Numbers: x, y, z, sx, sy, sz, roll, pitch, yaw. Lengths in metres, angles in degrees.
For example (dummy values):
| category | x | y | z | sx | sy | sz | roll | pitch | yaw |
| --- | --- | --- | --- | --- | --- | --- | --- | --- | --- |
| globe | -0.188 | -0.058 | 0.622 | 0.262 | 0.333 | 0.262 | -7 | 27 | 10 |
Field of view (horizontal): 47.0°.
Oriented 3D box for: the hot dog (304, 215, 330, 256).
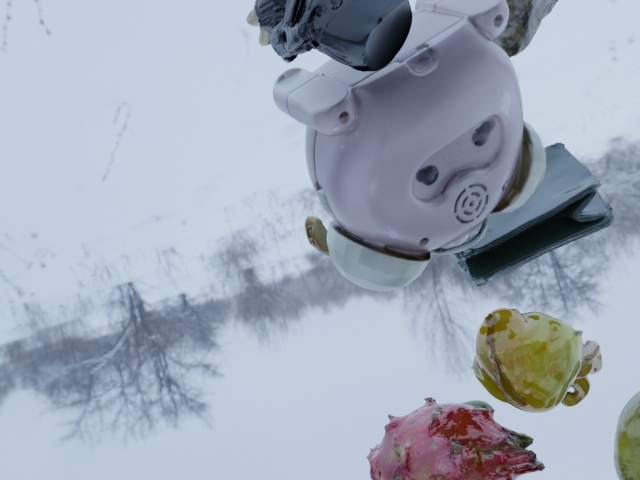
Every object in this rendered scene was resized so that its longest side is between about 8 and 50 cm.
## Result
| category | x | y | z | sx | sy | sz | roll | pitch | yaw |
| --- | --- | --- | --- | --- | --- | --- | --- | --- | --- |
| hot dog | 0.000 | 0.000 | 1.229 | 0.030 | 0.090 | 0.034 | 4 | -135 | 51 |

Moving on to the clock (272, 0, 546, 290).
| category | x | y | z | sx | sy | sz | roll | pitch | yaw |
| --- | --- | --- | --- | --- | --- | --- | --- | --- | --- |
| clock | 0.133 | -0.122 | 0.972 | 0.342 | 0.326 | 0.184 | -30 | -142 | -8 |

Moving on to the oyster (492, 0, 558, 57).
| category | x | y | z | sx | sy | sz | roll | pitch | yaw |
| --- | --- | --- | --- | --- | --- | --- | --- | --- | --- |
| oyster | 0.388 | -0.465 | 1.226 | 0.204 | 0.111 | 0.396 | -21 | 146 | -36 |

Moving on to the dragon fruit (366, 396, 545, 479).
| category | x | y | z | sx | sy | sz | roll | pitch | yaw |
| --- | --- | --- | --- | --- | --- | --- | --- | --- | --- |
| dragon fruit | 0.201 | 0.341 | 1.129 | 0.268 | 0.210 | 0.205 | -18 | 155 | 22 |

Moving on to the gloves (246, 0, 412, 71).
| category | x | y | z | sx | sy | sz | roll | pitch | yaw |
| --- | --- | --- | --- | --- | --- | --- | --- | --- | --- |
| gloves | -0.005 | -0.250 | 0.790 | 0.164 | 0.203 | 0.124 | -36 | 150 | -50 |

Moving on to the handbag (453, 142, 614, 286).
| category | x | y | z | sx | sy | sz | roll | pitch | yaw |
| --- | --- | --- | --- | --- | --- | --- | --- | --- | --- |
| handbag | 0.339 | -0.049 | 1.254 | 0.260 | 0.079 | 0.247 | -27 | -161 | 13 |

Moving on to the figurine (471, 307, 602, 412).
| category | x | y | z | sx | sy | sz | roll | pitch | yaw |
| --- | --- | --- | --- | --- | --- | --- | --- | --- | --- |
| figurine | 0.281 | 0.156 | 0.940 | 0.246 | 0.131 | 0.156 | 12 | 148 | -42 |

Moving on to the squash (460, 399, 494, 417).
| category | x | y | z | sx | sy | sz | roll | pitch | yaw |
| --- | --- | --- | --- | --- | --- | --- | --- | --- | --- |
| squash | 0.253 | 0.339 | 1.393 | 0.052 | 0.052 | 0.183 | -14 | 167 | -45 |

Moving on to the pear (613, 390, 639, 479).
| category | x | y | z | sx | sy | sz | roll | pitch | yaw |
| --- | --- | --- | --- | --- | --- | --- | --- | --- | --- |
| pear | 0.499 | 0.275 | 0.984 | 0.197 | 0.197 | 0.197 | -16 | 178 | -1 |
